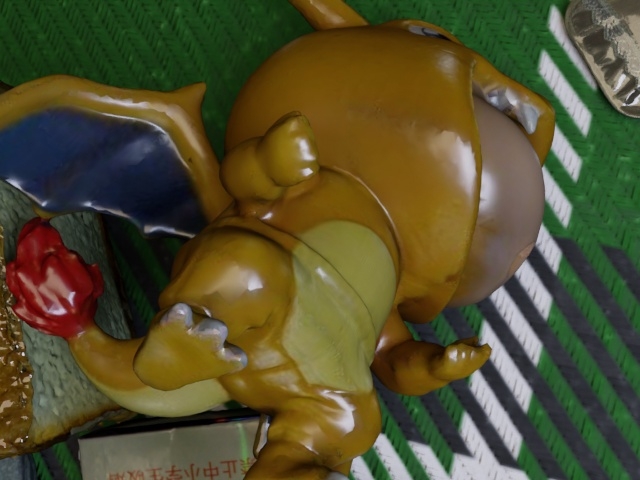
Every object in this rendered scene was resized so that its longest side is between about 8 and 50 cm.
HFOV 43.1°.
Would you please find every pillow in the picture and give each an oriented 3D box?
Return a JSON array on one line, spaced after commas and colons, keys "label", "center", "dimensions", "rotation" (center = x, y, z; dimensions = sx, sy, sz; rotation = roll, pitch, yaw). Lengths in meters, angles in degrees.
[{"label": "pillow", "center": [0.328, -0.200, 0.690], "dimensions": [0.218, 0.033, 0.130], "rotation": [-28, 79, 9]}]

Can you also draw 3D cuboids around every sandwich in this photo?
[{"label": "sandwich", "center": [-0.249, 0.023, 0.678], "dimensions": [0.099, 0.271, 0.301], "rotation": [-17, 81, 1]}]

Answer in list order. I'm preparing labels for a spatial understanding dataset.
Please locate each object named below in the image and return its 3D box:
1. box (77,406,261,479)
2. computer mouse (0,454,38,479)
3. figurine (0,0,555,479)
[{"label": "box", "center": [-0.093, 0.309, 0.715], "dimensions": [0.198, 0.084, 0.310], "rotation": [-9, 83, 11]}, {"label": "computer mouse", "center": [-0.362, 0.330, 0.758], "dimensions": [0.203, 0.114, 0.373], "rotation": [-5, 83, 13]}, {"label": "figurine", "center": [-0.017, -0.027, 0.586], "dimensions": [0.401, 0.387, 0.268], "rotation": [43, 138, -16]}]
